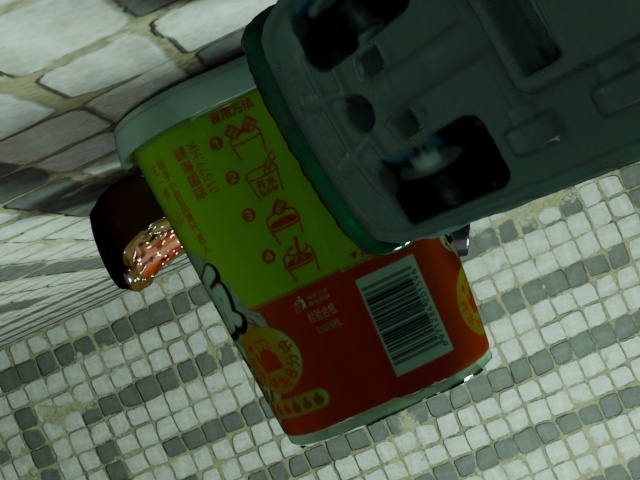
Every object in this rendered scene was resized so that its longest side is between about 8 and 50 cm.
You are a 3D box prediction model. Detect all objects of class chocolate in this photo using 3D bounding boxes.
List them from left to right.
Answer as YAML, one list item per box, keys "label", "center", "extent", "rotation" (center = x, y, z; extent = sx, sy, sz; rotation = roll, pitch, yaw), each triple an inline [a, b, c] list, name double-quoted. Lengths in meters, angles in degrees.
- label: "chocolate"
  center: [-0.177, -0.014, 0.805]
  extent: [0.133, 0.127, 0.124]
  rotation: [-19, -169, -33]

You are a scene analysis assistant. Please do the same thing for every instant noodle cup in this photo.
- label: "instant noodle cup"
  center: [0.000, 0.000, 0.669]
  extent: [0.294, 0.307, 0.294]
  rotation: [-23, 179, 0]

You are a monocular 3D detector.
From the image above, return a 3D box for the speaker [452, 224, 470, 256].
- label: "speaker"
  center: [0.017, -0.031, 0.980]
  extent: [0.330, 0.198, 0.259]
  rotation: [-6, -161, -2]

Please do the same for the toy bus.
- label: "toy bus"
  center: [0.136, -0.137, 0.365]
  extent: [0.199, 0.183, 0.344]
  rotation: [-34, -174, -37]
